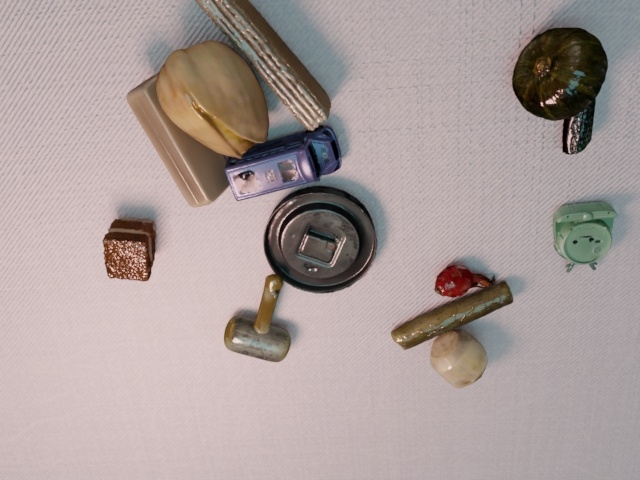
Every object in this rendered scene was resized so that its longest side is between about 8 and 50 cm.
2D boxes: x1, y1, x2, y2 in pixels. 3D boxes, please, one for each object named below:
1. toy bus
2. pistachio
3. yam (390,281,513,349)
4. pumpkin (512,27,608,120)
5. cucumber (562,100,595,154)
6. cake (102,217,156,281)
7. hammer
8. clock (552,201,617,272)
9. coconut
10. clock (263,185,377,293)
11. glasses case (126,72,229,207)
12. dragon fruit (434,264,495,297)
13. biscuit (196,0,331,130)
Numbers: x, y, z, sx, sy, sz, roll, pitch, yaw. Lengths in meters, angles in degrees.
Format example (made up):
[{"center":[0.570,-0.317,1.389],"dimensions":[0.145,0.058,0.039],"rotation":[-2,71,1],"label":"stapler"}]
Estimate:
[{"center":[-0.093,-0.197,1.753],"dimensions":[0.292,0.133,0.126],"rotation":[-14,116,10],"label":"toy bus"},{"center":[-0.249,-0.336,1.624],"dimensions":[0.229,0.238,0.321],"rotation":[-27,140,18],"label":"pistachio"},{"center":[0.383,0.223,1.986],"dimensions":[0.371,0.083,0.083],"rotation":[-28,113,16],"label":"yam"},{"center":[0.559,-0.389,1.583],"dimensions":[0.157,0.224,0.224],"rotation":[11,123,-40],"label":"pumpkin"},{"center":[0.645,-0.333,1.684],"dimensions":[0.074,0.074,0.241],"rotation":[-3,117,4],"label":"cucumber"},{"center":[-0.522,0.021,1.878],"dimensions":[0.134,0.147,0.135],"rotation":[7,118,0],"label":"cake"},{"center":[-0.161,0.220,1.975],"dimensions":[0.201,0.113,0.305],"rotation":[15,124,-9],"label":"hammer"},{"center":[0.725,-0.001,1.860],"dimensions":[0.159,0.066,0.211],"rotation":[-7,118,7],"label":"clock"},{"center":[0.415,0.353,2.007],"dimensions":[0.161,0.161,0.162],"rotation":[-38,111,20],"label":"coconut"},{"center":[-0.001,0.000,1.891],"dimensions":[0.318,0.066,0.319],"rotation":[1,117,2],"label":"clock"},{"center":[-0.350,-0.256,1.722],"dimensions":[0.076,0.144,0.336],"rotation":[-9,119,34],"label":"glasses case"},{"center":[0.411,0.109,1.931],"dimensions":[0.190,0.094,0.094],"rotation":[-9,119,-17],"label":"dragon fruit"},{"center":[-0.132,-0.452,1.617],"dimensions":[0.078,0.144,0.426],"rotation":[-36,110,20],"label":"biscuit"}]
